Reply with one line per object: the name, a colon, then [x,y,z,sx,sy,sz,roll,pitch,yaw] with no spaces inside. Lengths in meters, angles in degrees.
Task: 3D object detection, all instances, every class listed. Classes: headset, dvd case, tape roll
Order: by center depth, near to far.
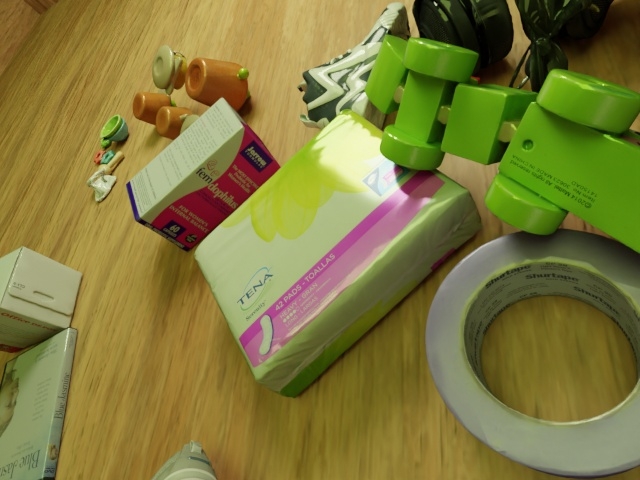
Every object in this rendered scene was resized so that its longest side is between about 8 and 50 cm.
tape roll: [0.191,0.090,0.349,0.189,0.080,0.189,-16,56,25]
headset: [0.225,-0.304,0.495,0.243,0.185,0.394,-13,46,26]
dvd case: [-0.494,0.293,0.704,0.180,0.022,0.253,-28,52,16]

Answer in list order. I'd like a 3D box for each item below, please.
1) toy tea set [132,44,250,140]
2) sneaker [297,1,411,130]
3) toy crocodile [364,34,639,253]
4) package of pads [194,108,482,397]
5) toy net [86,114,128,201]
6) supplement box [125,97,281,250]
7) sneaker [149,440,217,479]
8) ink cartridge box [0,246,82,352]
toy tea set: [-0.264,-0.287,0.873,0.336,0.124,0.200,33,113,38]
sneaker: [0.041,-0.263,0.647,0.153,0.094,0.235,13,80,28]
toy crocodile: [0.159,-0.102,0.373,0.340,0.105,0.115,40,132,38]
package of pads: [0.000,0.000,0.511,0.296,0.101,0.229,-43,49,3]
toy net: [-0.523,-0.192,1.000,0.122,0.045,0.232,-16,55,24]
supplement box: [-0.193,-0.106,0.692,0.220,0.111,0.114,-41,49,5]
sneaker: [-0.188,0.353,0.445,0.281,0.105,0.115,-55,15,-2]
ink cartridge box: [-0.571,0.117,0.789,0.176,0.128,0.127,-21,53,20]
